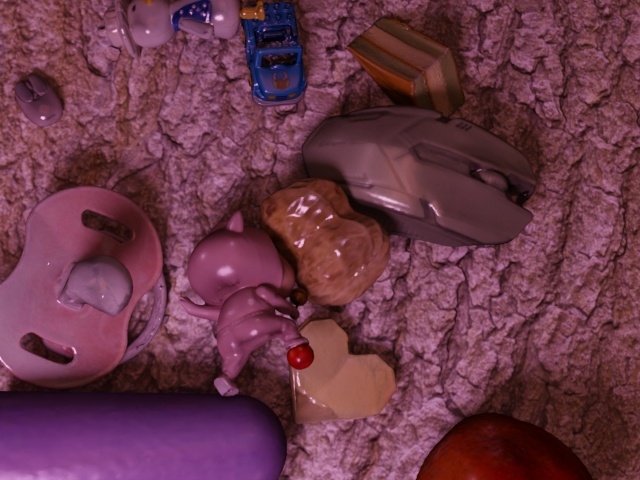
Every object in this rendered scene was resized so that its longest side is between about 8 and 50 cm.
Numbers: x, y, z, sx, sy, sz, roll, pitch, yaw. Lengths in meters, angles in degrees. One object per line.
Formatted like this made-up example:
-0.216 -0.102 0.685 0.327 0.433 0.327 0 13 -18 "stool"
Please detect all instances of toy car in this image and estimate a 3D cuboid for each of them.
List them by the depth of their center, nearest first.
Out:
-0.082 -0.342 1.515 0.097 0.100 0.191 -8 83 -12 "toy car"

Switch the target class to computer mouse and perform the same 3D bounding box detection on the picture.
-0.481 -0.240 1.448 0.066 0.039 0.096 -32 87 -15 "computer mouse"
0.177 -0.121 1.490 0.429 0.145 0.228 13 72 -3 "computer mouse"

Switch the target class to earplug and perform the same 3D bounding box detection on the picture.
-0.277 0.329 1.315 0.456 0.215 0.215 -1 81 -15 "earplug"

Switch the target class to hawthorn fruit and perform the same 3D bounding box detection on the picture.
0.308 0.422 1.366 0.295 0.311 0.295 1 89 -43 "hawthorn fruit"

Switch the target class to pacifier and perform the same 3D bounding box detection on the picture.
-0.374 0.073 1.331 0.220 0.273 0.332 20 76 9 "pacifier"

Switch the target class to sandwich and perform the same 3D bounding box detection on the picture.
0.160 -0.312 1.604 0.117 0.144 0.187 -42 55 -15 "sandwich"

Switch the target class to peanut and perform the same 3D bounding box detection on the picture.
0.000 0.000 1.443 0.233 0.110 0.197 48 119 4 "peanut"

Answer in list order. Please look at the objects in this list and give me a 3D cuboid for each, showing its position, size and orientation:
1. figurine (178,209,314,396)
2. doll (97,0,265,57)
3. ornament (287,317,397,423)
-0.117 0.104 1.393 0.186 0.176 0.287 10 47 -41 "figurine"
-0.242 -0.389 1.461 0.293 0.119 0.138 -9 57 3 "doll"
0.016 0.245 1.458 0.201 0.059 0.180 40 78 -4 "ornament"
